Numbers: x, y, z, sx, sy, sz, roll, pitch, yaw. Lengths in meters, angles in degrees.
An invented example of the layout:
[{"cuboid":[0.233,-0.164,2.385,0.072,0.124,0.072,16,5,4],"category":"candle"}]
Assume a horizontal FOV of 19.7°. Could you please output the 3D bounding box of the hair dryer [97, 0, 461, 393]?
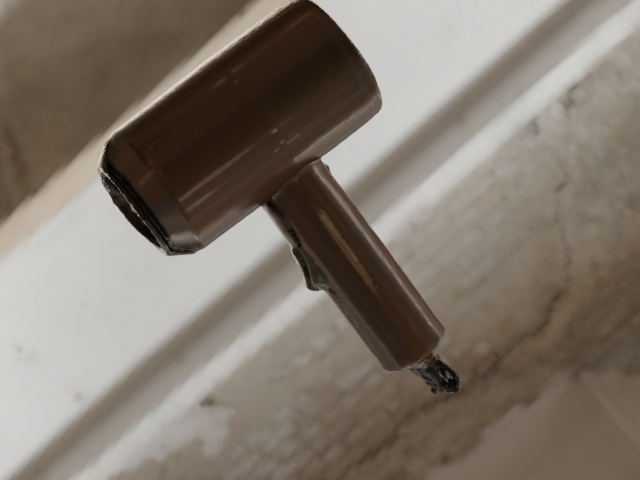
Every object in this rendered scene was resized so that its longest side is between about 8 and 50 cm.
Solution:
[{"cuboid":[0.000,0.000,0.787,0.117,0.181,0.064,-39,-167,-10],"category":"hair dryer"}]
